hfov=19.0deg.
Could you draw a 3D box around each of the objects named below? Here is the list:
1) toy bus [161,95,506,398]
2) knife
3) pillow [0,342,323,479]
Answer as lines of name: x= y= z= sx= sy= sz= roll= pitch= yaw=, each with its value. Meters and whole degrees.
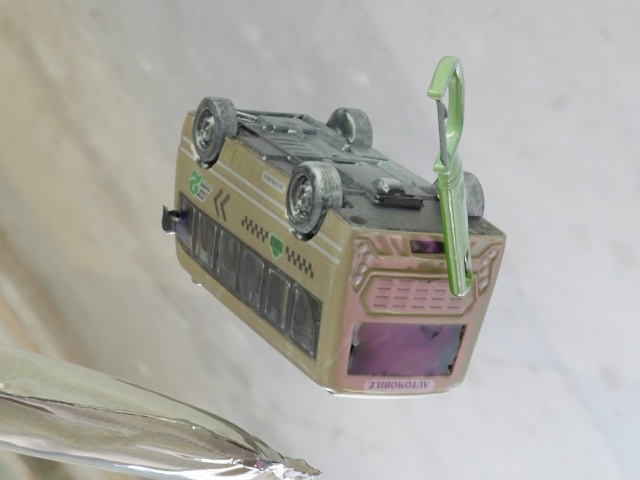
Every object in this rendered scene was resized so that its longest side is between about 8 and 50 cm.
toy bus: x=0.000 y=0.000 z=1.363 sx=0.289 sy=0.139 sz=0.157 roll=35 pitch=117 yaw=55
knife: x=0.081 y=-0.038 z=1.157 sx=0.015 sy=0.054 sz=0.212 roll=8 pitch=144 yaw=14
pillow: x=-0.112 y=0.060 z=0.712 sx=0.232 sy=0.038 sz=0.130 roll=12 pitch=171 yaw=15
